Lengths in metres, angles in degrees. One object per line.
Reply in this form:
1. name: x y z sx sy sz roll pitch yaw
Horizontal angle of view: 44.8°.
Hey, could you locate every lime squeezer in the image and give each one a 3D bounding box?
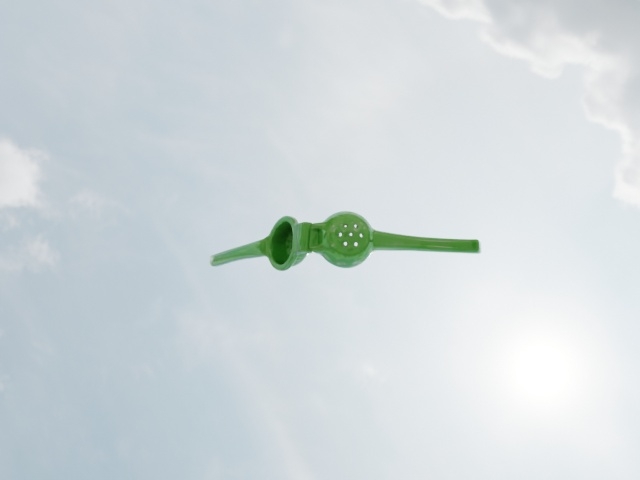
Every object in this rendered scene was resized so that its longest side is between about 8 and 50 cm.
1. lime squeezer: 0.000 0.000 0.799 0.310 0.110 0.059 -4 -86 21
